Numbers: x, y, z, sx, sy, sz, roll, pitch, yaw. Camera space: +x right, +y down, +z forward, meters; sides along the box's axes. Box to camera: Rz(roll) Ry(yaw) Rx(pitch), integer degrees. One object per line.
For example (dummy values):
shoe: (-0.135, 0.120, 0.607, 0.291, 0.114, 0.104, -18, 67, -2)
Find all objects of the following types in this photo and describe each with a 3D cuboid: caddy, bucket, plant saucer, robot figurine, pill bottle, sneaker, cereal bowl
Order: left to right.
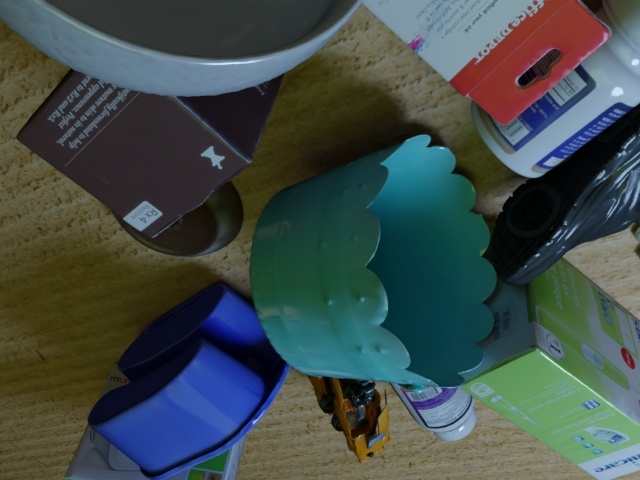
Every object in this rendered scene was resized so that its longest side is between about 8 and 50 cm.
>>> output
cereal bowl: (-0.126, -0.259, 0.510, 0.338, 0.339, 0.141, 29, 156, -16)
plant saucer: (-0.207, -0.040, 0.922, 0.198, 0.036, 0.199, 7, 134, 7)
caddy: (-0.189, 0.226, 1.033, 0.341, 0.241, 0.179, -31, 114, 32)
robot figurine: (0.036, 0.194, 1.013, 0.085, 0.211, 0.291, -24, 133, -19)
bucket: (0.065, 0.034, 0.773, 0.183, 0.281, 0.281, -10, 132, 37)
pill bottle: (0.177, 0.231, 1.052, 0.108, 0.108, 0.194, -14, 129, 24)
pill bottle: (0.251, -0.158, 0.657, 0.112, 0.112, 0.186, 32, 132, -19)
sneaker: (0.308, -0.046, 0.737, 0.130, 0.109, 0.286, 24, 123, -23)

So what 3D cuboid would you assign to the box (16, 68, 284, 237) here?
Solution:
box: (-0.159, -0.151, 0.687, 0.168, 0.203, 0.167, -31, 121, 33)

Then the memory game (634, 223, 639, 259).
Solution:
memory game: (0.484, -0.011, 0.820, 0.186, 0.012, 0.186, 6, 134, 6)

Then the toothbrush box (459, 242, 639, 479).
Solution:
toothbrush box: (0.317, 0.149, 0.875, 0.283, 0.206, 0.122, 36, 129, -21)

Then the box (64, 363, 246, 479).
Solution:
box: (-0.274, 0.365, 1.191, 0.261, 0.231, 0.127, 9, 136, 4)

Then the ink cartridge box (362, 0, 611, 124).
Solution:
ink cartridge box: (0.135, -0.232, 0.608, 0.231, 0.078, 0.134, 39, 130, -11)
